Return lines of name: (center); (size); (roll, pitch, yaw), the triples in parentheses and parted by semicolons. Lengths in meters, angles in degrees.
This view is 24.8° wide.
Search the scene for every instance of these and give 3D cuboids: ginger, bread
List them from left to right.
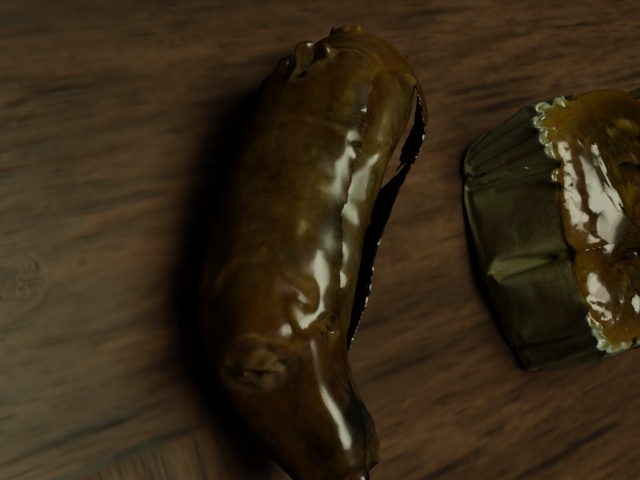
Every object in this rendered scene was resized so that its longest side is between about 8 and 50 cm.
ginger: (-0.004, -0.011, 0.858); (0.133, 0.107, 0.309); (59, 38, -48)
bread: (0.209, -0.014, 1.067); (0.210, 0.110, 0.192); (-9, 82, -46)
